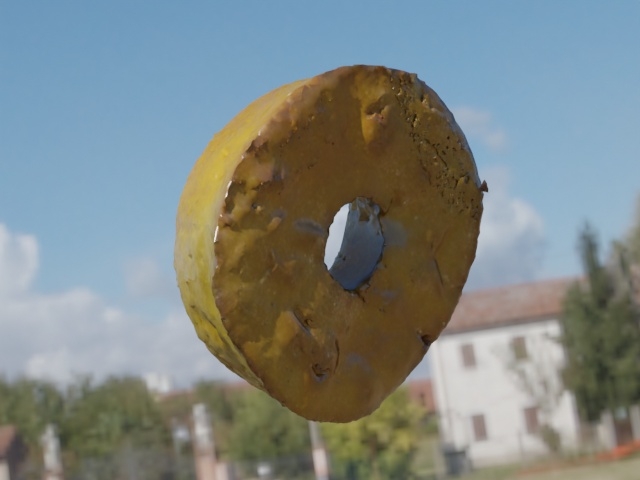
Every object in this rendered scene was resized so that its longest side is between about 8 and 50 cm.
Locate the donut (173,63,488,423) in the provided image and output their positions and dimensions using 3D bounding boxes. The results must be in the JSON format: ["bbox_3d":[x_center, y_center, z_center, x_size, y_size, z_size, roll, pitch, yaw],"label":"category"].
[{"bbox_3d":[0.002,-0.002,1.187,0.277,0.278,0.108,-1,6,-39],"label":"donut"}]
